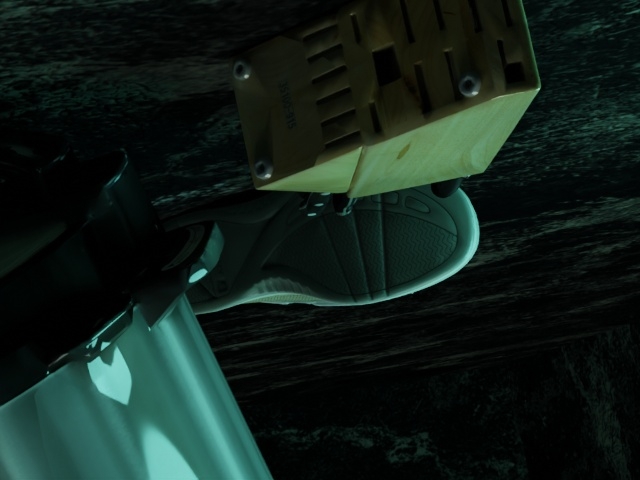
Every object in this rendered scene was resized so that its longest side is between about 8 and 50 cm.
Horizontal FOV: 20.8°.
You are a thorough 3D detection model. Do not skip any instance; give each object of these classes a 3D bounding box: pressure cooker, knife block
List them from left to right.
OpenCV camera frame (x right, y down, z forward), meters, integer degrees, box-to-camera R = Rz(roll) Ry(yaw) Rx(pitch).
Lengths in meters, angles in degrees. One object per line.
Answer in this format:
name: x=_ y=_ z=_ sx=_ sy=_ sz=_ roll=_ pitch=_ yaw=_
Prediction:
pressure cooker: x=-0.234 y=0.135 z=1.151 sx=0.370 sy=0.420 sz=0.375 roll=-35 pitch=-160 yaw=-29
knife block: x=0.074 y=-0.088 z=1.114 sx=0.276 sy=0.088 sz=0.242 roll=-20 pitch=168 yaw=39

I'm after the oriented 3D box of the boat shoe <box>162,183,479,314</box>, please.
boat shoe: x=-0.001 y=0.003 z=1.499 sx=0.320 sy=0.118 sz=0.103 roll=-13 pitch=177 yaw=32
